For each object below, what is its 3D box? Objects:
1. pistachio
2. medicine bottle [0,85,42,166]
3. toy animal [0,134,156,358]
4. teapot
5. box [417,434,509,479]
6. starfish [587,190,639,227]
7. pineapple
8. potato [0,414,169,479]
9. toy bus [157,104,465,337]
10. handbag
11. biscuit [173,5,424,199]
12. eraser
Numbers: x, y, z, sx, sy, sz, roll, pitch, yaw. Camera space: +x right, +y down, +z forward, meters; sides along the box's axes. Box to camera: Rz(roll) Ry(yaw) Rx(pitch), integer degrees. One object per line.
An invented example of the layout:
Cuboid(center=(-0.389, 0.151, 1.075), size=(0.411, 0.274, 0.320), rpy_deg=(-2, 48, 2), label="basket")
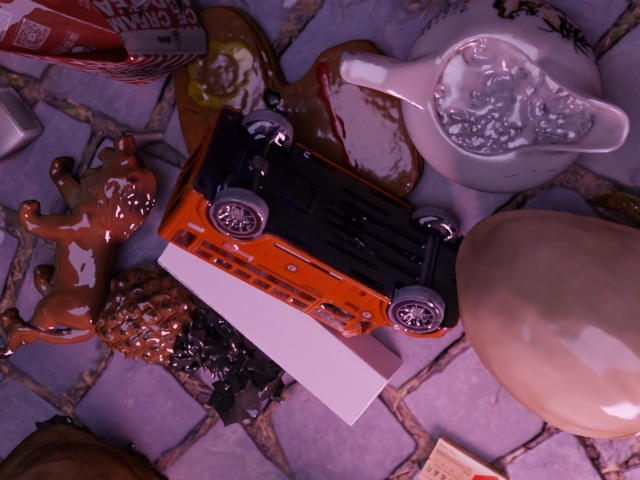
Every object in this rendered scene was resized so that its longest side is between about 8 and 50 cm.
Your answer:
Cuboid(center=(0.284, 0.086, 1.298), size=(0.309, 0.230, 0.230), rpy_deg=(34, 110, 20), label="pistachio")
Cuboid(center=(-0.412, -0.128, 1.577), size=(0.118, 0.055, 0.074), rpy_deg=(-39, 88, 21), label="medicine bottle")
Cuboid(center=(-0.287, 0.014, 1.537), size=(0.157, 0.097, 0.312), rpy_deg=(19, 103, 20), label="toy animal")
Cuboid(center=(0.166, -0.153, 1.325), size=(0.299, 0.166, 0.208), rpy_deg=(9, 116, 7), label="teapot")
Cuboid(center=(0.166, 0.275, 1.483), size=(0.093, 0.015, 0.058), rpy_deg=(31, 108, 11), label="box")
Cuboid(center=(0.471, -0.047, 1.278), size=(0.347, 0.078, 0.358), rpy_deg=(48, 115, 11), label="starfish")
Cuboid(center=(-0.146, 0.128, 1.518), size=(0.237, 0.111, 0.119), rpy_deg=(28, 135, 6), label="pineapple")
Cuboid(center=(-0.335, 0.378, 1.558), size=(0.301, 0.237, 0.289), rpy_deg=(23, 108, 14), label="potato")
Cuboid(center=(0.000, 0.000, 1.379), size=(0.329, 0.143, 0.153), rpy_deg=(27, 139, -15), label="toy bus")
Cuboid(center=(-0.282, -0.257, 1.423), size=(0.298, 0.171, 0.151), rpy_deg=(31, 110, 23), label="handbag")
Cuboid(center=(-0.033, -0.149, 1.444), size=(0.277, 0.052, 0.262), rpy_deg=(-8, 99, 20), label="biscuit")
Cuboid(center=(-0.047, 0.083, 1.482), size=(0.298, 0.078, 0.076), rpy_deg=(39, 111, 8), label="eraser")
